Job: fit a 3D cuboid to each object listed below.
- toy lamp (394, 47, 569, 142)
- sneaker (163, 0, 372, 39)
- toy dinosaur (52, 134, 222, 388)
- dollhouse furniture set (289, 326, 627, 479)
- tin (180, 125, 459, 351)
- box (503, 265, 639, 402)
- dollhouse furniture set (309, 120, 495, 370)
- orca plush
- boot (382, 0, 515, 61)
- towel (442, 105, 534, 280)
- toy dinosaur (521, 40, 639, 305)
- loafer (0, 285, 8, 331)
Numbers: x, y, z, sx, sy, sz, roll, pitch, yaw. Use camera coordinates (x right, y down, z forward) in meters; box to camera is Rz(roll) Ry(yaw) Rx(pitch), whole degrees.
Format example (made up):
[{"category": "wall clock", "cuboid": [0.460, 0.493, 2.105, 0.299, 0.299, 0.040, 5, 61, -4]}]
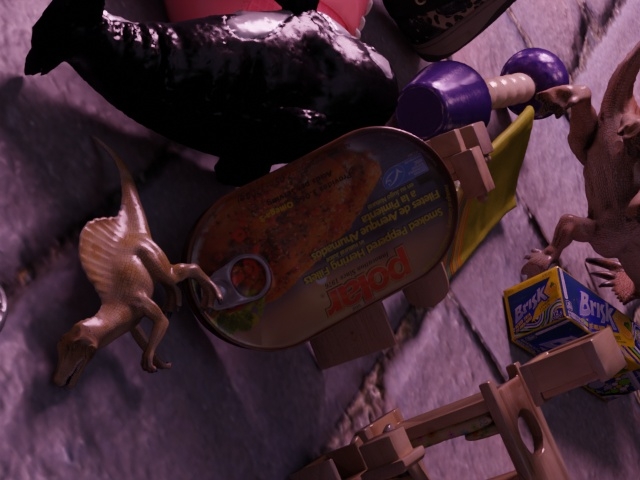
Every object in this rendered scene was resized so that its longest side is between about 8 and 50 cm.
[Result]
[{"category": "toy lamp", "cuboid": [0.145, -0.126, 1.354, 0.275, 0.080, 0.080, -19, 85, -59]}, {"category": "sneaker", "cuboid": [-0.012, -0.185, 1.148, 0.314, 0.116, 0.136, -27, 104, -50]}, {"category": "toy dinosaur", "cuboid": [-0.106, 0.014, 0.894, 0.093, 0.053, 0.183, 40, 39, -33]}, {"category": "dollhouse furniture set", "cuboid": [0.104, 0.150, 0.989, 0.161, 0.182, 0.101, -21, 86, -60]}, {"category": "tin", "cuboid": [0.000, 0.000, 0.978, 0.190, 0.040, 0.106, -27, 89, -18]}, {"category": "box", "cuboid": [0.233, 0.085, 1.353, 0.169, 0.059, 0.054, 31, 42, -43]}, {"category": "dollhouse furniture set", "cuboid": [0.062, -0.001, 1.099, 0.151, 0.144, 0.123, -26, 95, -74]}, {"category": "orca plush", "cuboid": [-0.036, -0.107, 0.974, 0.287, 0.102, 0.151, 26, 91, -47]}, {"category": "boot", "cuboid": [0.122, -0.287, 1.304, 0.178, 0.236, 0.085, 41, 11, -27]}, {"category": "towel", "cuboid": [0.134, -0.033, 1.263, 0.021, 0.102, 0.237, 22, 28, 15]}, {"category": "toy dinosaur", "cuboid": [0.286, -0.052, 1.420, 0.200, 0.127, 0.295, 2, 89, -58]}, {"category": "loafer", "cuboid": [-0.235, 0.075, 0.649, 0.096, 0.084, 0.267, 34, 26, 9]}]
